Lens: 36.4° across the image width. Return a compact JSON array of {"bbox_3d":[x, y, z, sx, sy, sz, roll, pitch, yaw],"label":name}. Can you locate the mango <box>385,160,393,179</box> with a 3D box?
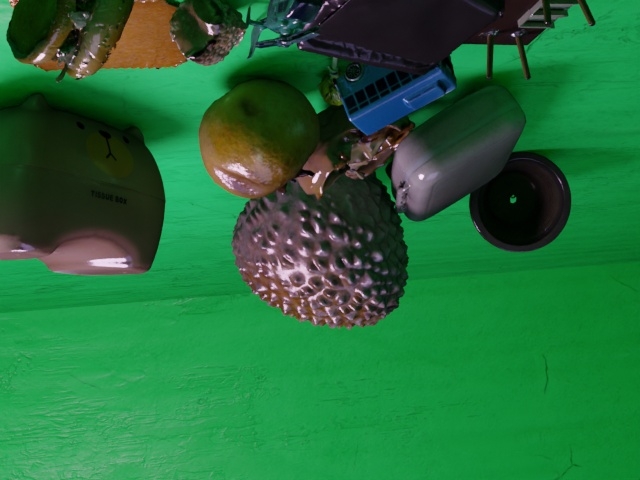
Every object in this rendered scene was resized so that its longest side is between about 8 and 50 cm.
[{"bbox_3d":[0.228,-0.144,2.195,0.111,0.090,0.163,-16,156,40],"label":"mango"}]

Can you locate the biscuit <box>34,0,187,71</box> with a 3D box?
[{"bbox_3d":[-0.306,-0.300,1.426,0.236,0.013,0.232,-5,166,-13],"label":"biscuit"}]

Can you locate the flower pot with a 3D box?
[{"bbox_3d":[0.465,-0.094,2.316,0.235,0.235,0.148,-7,-175,4],"label":"flower pot"}]

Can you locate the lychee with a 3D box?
[{"bbox_3d":[0.000,0.000,2.061,0.380,0.432,0.380,-34,161,-13],"label":"lychee"}]

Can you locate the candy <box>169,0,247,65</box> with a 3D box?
[{"bbox_3d":[-0.158,-0.294,1.367,0.095,0.085,0.110,-35,167,22],"label":"candy"}]

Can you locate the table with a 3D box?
[{"bbox_3d":[0.307,-0.322,1.413,0.121,0.111,0.240,-3,167,-17],"label":"table"}]

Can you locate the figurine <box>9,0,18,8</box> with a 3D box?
[{"bbox_3d":[-0.377,-0.319,1.246,0.064,0.047,0.109,-36,159,23],"label":"figurine"}]

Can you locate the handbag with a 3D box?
[{"bbox_3d":[0.106,-0.325,1.371,0.246,0.080,0.223,7,162,-25],"label":"handbag"}]

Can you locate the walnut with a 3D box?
[{"bbox_3d":[0.055,-0.190,1.786,0.204,0.141,0.238,-41,171,34],"label":"walnut"}]

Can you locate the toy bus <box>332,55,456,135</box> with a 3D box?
[{"bbox_3d":[0.126,-0.255,1.572,0.184,0.106,0.090,-27,154,19],"label":"toy bus"}]

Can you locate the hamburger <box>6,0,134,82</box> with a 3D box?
[{"bbox_3d":[-0.295,-0.273,1.176,0.113,0.186,0.177,13,162,-41],"label":"hamburger"}]

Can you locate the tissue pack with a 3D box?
[{"bbox_3d":[-0.467,-0.087,1.725,0.267,0.277,0.387,-6,168,32],"label":"tissue pack"}]

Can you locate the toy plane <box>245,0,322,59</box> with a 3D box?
[{"bbox_3d":[-0.050,-0.309,1.346,0.060,0.096,0.235,3,-178,-25],"label":"toy plane"}]

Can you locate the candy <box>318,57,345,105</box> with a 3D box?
[{"bbox_3d":[0.026,-0.285,1.603,0.062,0.058,0.194,23,160,10],"label":"candy"}]

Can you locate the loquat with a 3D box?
[{"bbox_3d":[-0.106,-0.165,1.648,0.213,0.213,0.213,-6,167,-1],"label":"loquat"}]

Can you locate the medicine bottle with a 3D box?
[{"bbox_3d":[0.260,-0.163,1.903,0.282,0.123,0.375,-30,168,-4],"label":"medicine bottle"}]
